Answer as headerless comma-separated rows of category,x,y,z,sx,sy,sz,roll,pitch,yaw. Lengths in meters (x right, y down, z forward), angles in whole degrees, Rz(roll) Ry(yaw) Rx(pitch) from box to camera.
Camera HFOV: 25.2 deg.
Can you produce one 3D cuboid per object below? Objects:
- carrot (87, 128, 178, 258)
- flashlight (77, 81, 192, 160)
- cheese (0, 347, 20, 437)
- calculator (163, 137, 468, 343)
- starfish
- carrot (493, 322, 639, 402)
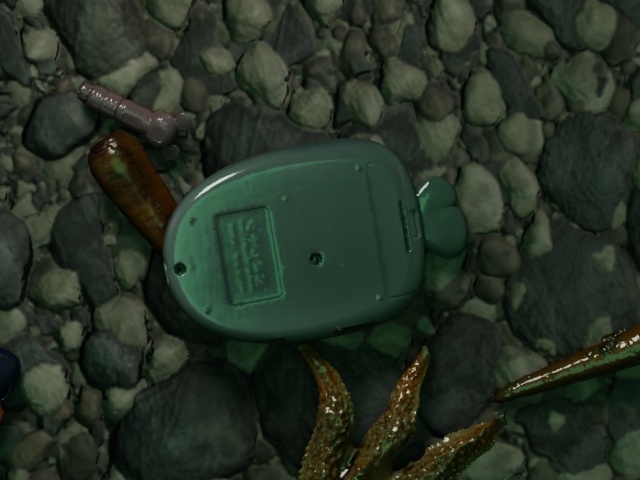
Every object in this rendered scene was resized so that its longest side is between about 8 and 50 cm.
carrot,-0.158,-0.030,1.346,0.055,0.055,0.161,-35,104,-2
flashlight,-0.176,-0.119,1.346,0.110,0.031,0.052,26,116,-4
cheese,-0.369,0.247,1.307,0.217,0.129,0.329,18,74,-13
calculator,0.000,0.000,1.349,0.298,0.041,0.186,-10,96,-14
starfish,0.061,0.246,1.374,0.301,0.084,0.294,21,93,-3
carrot,0.288,0.112,1.410,0.254,0.049,0.049,-21,96,0
